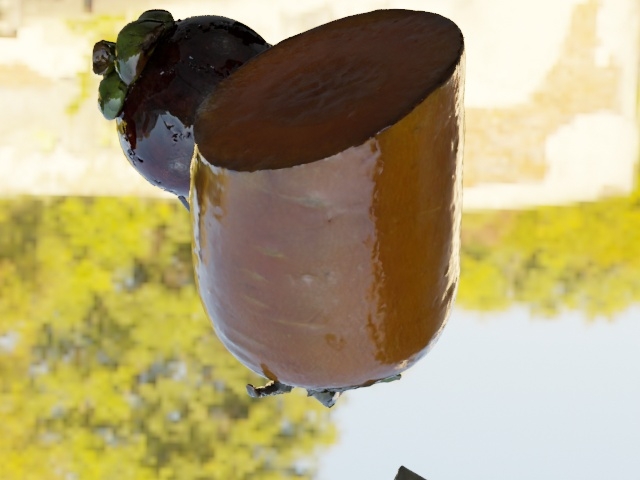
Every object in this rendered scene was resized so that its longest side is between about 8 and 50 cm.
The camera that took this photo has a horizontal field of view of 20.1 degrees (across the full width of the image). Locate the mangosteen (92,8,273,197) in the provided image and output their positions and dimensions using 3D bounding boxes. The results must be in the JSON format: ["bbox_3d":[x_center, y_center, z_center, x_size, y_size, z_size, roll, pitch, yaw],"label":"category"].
[{"bbox_3d":[-0.119,-0.127,1.564,0.180,0.166,0.166,33,174,-20],"label":"mangosteen"}]

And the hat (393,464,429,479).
[{"bbox_3d":[0.073,0.337,1.840,0.226,0.164,0.219,-40,-167,-3],"label":"hat"}]

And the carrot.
[{"bbox_3d":[0.000,0.000,1.289,0.214,0.331,0.193,0,-140,6],"label":"carrot"}]
